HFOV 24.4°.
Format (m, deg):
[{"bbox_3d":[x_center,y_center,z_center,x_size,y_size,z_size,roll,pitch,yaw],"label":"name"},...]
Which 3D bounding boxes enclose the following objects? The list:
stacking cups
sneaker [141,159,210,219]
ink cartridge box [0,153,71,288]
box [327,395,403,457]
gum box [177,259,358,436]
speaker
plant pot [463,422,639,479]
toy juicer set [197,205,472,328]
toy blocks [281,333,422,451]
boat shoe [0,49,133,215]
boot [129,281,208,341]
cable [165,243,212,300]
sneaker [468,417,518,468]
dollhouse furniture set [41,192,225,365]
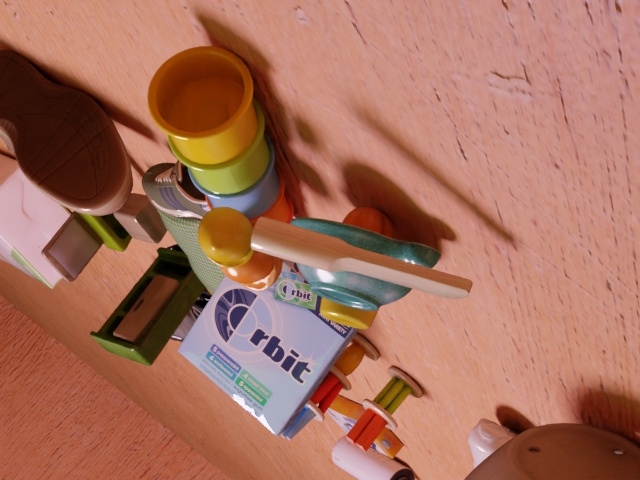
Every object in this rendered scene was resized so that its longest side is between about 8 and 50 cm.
[{"bbox_3d":[-0.086,-0.065,1.422,0.096,0.096,0.316,36,165,20],"label":"stacking cups"},{"bbox_3d":[-0.139,-0.065,1.628,0.192,0.064,0.086,28,152,42],"label":"sneaker"},{"bbox_3d":[-0.565,-0.058,2.600,0.353,0.119,0.207,21,154,54],"label":"ink cartridge box"},{"bbox_3d":[0.053,0.259,2.106,0.081,0.028,0.136,49,162,-25],"label":"box"},{"bbox_3d":[-0.056,0.104,1.683,0.157,0.184,0.041,40,-153,11],"label":"gum box"},{"bbox_3d":[0.079,0.338,2.207,0.136,0.055,0.055,24,157,49],"label":"speaker"},{"bbox_3d":[0.225,0.280,1.347,0.284,0.284,0.191,28,125,42],"label":"plant pot"},{"bbox_3d":[0.000,0.000,1.331,0.209,0.089,0.329,20,169,-10],"label":"toy juicer set"},{"bbox_3d":[0.030,0.198,1.753,0.123,0.148,0.054,41,166,6],"label":"toy blocks"},{"bbox_3d":[-0.317,-0.122,1.822,0.341,0.121,0.110,43,174,41],"label":"boat shoe"},{"bbox_3d":[-0.183,0.102,2.196,0.246,0.083,0.161,31,157,16],"label":"boot"},{"bbox_3d":[-0.152,0.062,2.028,0.150,0.047,0.184,41,164,9],"label":"cable"},{"bbox_3d":[0.201,0.284,1.622,0.090,0.115,0.232,30,161,39],"label":"sneaker"},{"bbox_3d":[-0.184,0.050,1.797,0.301,0.151,0.197,12,148,46],"label":"dollhouse furniture set"}]
